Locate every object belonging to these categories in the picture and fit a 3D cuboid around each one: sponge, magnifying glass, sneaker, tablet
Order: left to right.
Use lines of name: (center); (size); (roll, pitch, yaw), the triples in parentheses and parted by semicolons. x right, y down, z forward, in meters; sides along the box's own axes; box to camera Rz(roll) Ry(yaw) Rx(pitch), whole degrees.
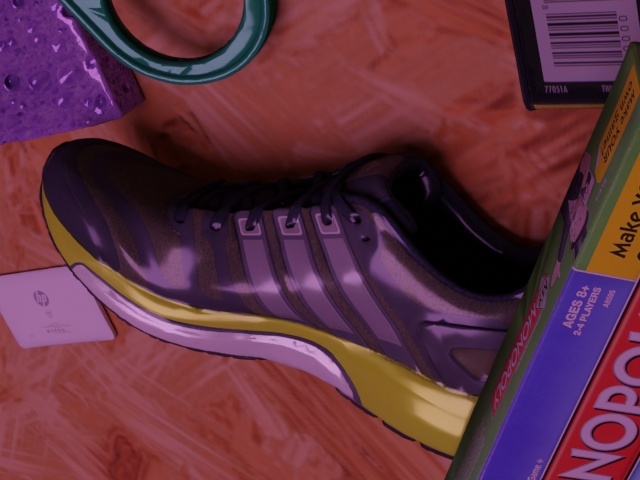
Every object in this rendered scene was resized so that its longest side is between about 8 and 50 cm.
sponge: (-0.187, -0.152, 0.834); (0.117, 0.031, 0.210); (-9, 115, 34)
tablet: (-0.169, 0.042, 0.975); (0.083, 0.006, 0.054); (-8, 116, 34)
magnifying glass: (-0.131, -0.149, 0.777); (0.231, 0.026, 0.092); (23, 121, -1)
sneaker: (0.000, 0.000, 0.790); (0.300, 0.111, 0.121); (20, 123, 8)

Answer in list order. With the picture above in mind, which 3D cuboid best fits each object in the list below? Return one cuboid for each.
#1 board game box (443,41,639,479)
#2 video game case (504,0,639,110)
board game box: (0.185, 0.069, 0.690); (0.213, 0.046, 0.317); (9, 132, -8)
video game case: (0.175, -0.179, 0.596); (0.248, 0.035, 0.275); (2, 121, 30)
